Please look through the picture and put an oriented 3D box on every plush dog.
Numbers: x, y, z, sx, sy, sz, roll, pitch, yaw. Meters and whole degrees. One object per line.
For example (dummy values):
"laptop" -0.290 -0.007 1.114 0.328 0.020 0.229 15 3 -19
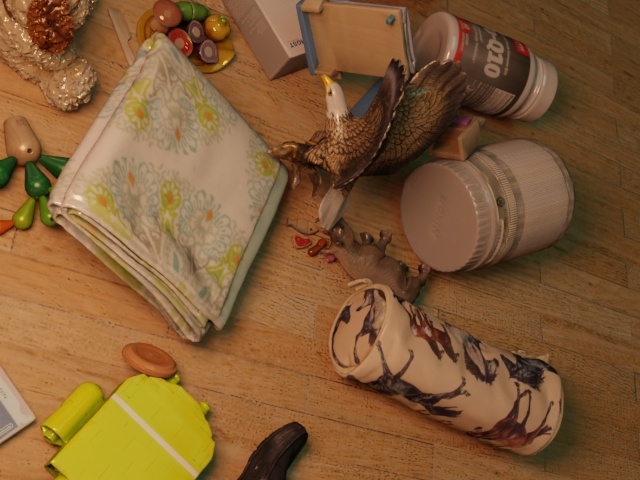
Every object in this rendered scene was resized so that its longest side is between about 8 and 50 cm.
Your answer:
"plush dog" -0.413 -0.352 1.318 0.210 0.225 0.263 9 65 -29

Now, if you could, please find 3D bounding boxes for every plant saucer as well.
"plant saucer" -0.244 0.169 1.294 0.083 0.083 0.013 21 104 -23

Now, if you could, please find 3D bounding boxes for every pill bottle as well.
"pill bottle" 0.330 -0.344 1.821 0.283 0.161 0.161 13 63 -27

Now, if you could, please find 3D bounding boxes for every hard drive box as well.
"hard drive box" -0.068 -0.435 1.658 0.181 0.089 0.232 -29 87 -37

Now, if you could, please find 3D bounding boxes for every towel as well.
"towel" -0.207 -0.081 1.340 0.320 0.090 0.375 50 44 -34

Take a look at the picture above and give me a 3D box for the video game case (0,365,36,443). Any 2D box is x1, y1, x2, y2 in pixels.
"video game case" -0.498 0.210 1.146 0.201 0.023 0.183 -35 90 -37

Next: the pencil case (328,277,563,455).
"pencil case" 0.211 0.210 1.506 0.410 0.160 0.184 27 48 -20

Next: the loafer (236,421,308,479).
"loafer" -0.082 0.358 1.299 0.078 0.076 0.223 24 51 27

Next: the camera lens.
"camera lens" 0.312 -0.066 1.650 0.274 0.219 0.220 -14 78 -36

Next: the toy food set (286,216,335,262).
"toy food set" 0.000 0.000 1.552 0.122 0.019 0.078 8 66 -29

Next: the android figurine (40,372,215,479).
"android figurine" -0.258 0.299 1.237 0.248 0.056 0.273 44 54 -8

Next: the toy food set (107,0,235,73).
"toy food set" -0.236 -0.357 1.528 0.217 0.071 0.128 -7 73 -34

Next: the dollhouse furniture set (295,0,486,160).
"dollhouse furniture set" 0.147 -0.334 1.569 0.198 0.286 0.303 -51 140 -37

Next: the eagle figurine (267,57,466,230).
"eagle figurine" 0.070 -0.168 1.414 0.225 0.298 0.226 44 46 -40

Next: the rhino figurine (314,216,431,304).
"rhino figurine" 0.083 0.032 1.547 0.243 0.073 0.106 37 54 -22

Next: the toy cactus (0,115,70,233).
"toy cactus" -0.419 -0.103 1.296 0.218 0.112 0.181 -15 68 -27
